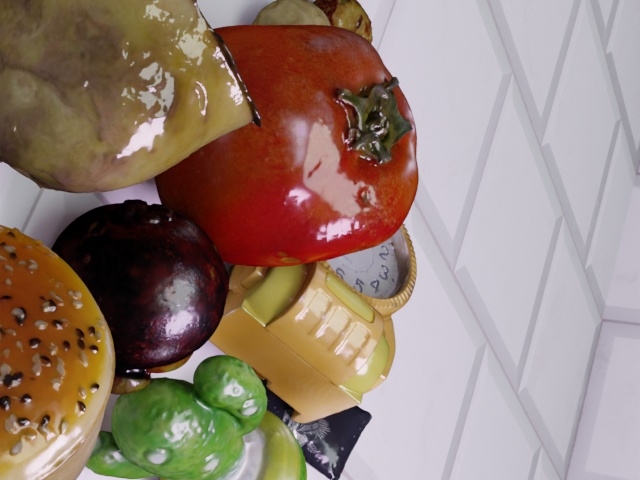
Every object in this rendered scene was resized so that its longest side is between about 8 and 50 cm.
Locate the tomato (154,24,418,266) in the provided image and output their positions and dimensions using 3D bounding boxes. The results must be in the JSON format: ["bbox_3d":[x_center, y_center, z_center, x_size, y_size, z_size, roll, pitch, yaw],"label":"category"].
[{"bbox_3d":[-0.046,-0.116,1.478,0.325,0.289,0.293,-27,104,-52],"label":"tomato"}]

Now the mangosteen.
[{"bbox_3d":[-0.198,0.057,1.345,0.210,0.209,0.210,-21,114,-61],"label":"mangosteen"}]

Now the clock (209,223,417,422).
[{"bbox_3d":[-0.003,0.051,1.704,0.244,0.200,0.317,42,42,-22],"label":"clock"}]

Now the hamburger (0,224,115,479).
[{"bbox_3d":[-0.315,0.107,1.027,0.300,0.300,0.176,-56,159,-44],"label":"hamburger"}]

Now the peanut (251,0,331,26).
[{"bbox_3d":[-0.038,-0.244,1.695,0.140,0.109,0.159,-28,117,-41],"label":"peanut"}]

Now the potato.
[{"bbox_3d":[-0.233,-0.178,1.206,0.237,0.289,0.301,-33,121,-5],"label":"potato"}]

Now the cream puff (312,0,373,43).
[{"bbox_3d":[0.014,-0.284,1.823,0.149,0.084,0.149,-23,117,-56],"label":"cream puff"}]

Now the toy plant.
[{"bbox_3d":[-0.146,0.243,1.494,0.316,0.224,0.184,61,9,-53],"label":"toy plant"}]

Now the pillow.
[{"bbox_3d":[-0.035,0.230,1.743,0.208,0.055,0.141,39,51,-6],"label":"pillow"}]
